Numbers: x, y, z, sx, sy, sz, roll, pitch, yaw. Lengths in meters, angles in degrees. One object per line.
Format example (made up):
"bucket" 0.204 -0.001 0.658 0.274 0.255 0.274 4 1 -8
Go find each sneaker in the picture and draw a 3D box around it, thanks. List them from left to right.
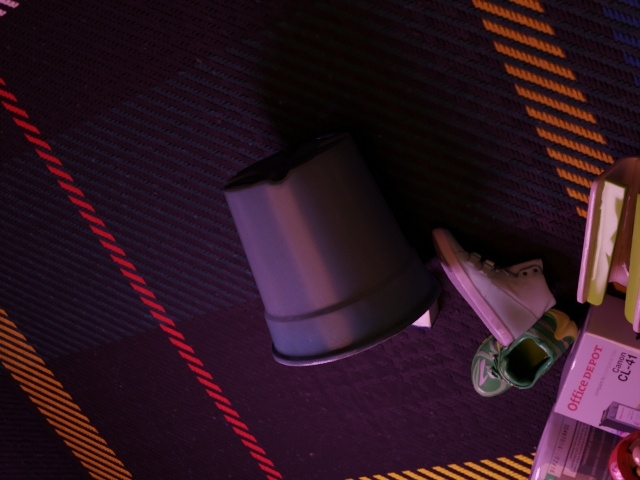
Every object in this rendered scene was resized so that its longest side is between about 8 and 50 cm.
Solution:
"sneaker" 0.327 0.053 1.745 0.151 0.094 0.256 -35 77 -3
"sneaker" 0.368 0.228 1.793 0.109 0.123 0.295 44 141 6

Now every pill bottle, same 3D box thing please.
"pill bottle" 0.599 0.462 1.804 0.361 0.204 0.204 18 128 14

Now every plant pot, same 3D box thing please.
"plant pot" 0.000 0.000 1.715 0.341 0.341 0.334 -15 107 33

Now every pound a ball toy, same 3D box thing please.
"pound a ball toy" 0.558 0.038 1.551 0.208 0.136 0.319 31 142 37

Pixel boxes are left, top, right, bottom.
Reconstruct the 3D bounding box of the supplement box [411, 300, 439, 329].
"supplement box" 0.187 0.125 1.866 0.083 0.056 0.083 5 124 23

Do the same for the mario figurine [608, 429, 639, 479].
"mario figurine" 0.615 0.348 1.555 0.170 0.198 0.320 45 131 -13

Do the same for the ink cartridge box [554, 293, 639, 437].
"ink cartridge box" 0.610 0.256 1.704 0.306 0.131 0.226 18 129 12
